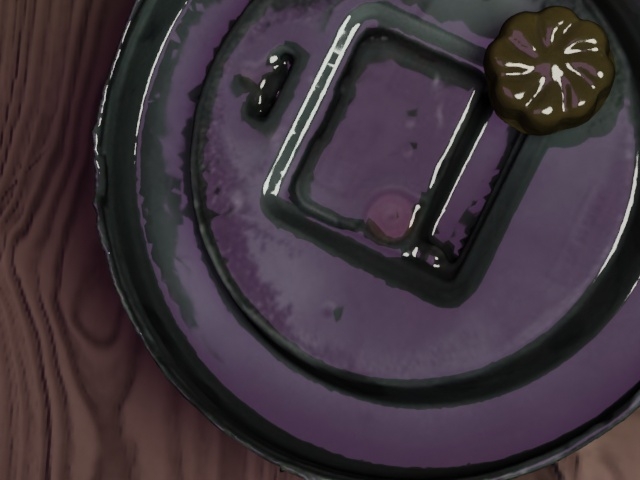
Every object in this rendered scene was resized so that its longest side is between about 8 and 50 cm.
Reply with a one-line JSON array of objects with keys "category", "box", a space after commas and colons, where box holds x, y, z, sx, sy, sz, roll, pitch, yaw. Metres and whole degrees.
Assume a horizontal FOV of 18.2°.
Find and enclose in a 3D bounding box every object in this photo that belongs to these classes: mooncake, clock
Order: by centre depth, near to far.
[{"category": "mooncake", "box": [0.229, -0.142, 0.827, 0.150, 0.057, 0.347, 44, 104, 3]}, {"category": "clock", "box": [0.047, -0.036, 0.923, 0.313, 0.061, 0.312, -2, 84, 17]}]
